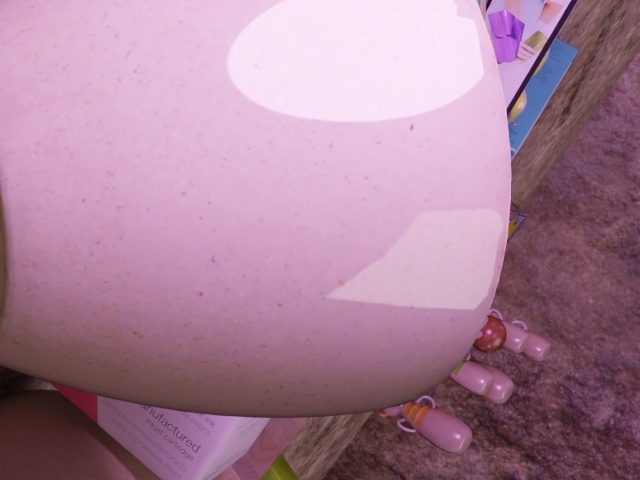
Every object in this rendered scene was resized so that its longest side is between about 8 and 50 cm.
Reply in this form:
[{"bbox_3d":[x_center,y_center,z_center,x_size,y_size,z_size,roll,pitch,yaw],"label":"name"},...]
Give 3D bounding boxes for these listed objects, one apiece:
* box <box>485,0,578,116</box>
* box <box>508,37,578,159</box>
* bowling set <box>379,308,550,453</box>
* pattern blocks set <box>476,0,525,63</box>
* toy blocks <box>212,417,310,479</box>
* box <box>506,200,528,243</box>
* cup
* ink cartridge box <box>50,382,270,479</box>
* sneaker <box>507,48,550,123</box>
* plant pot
[{"bbox_3d":[0.200,-0.259,1.250,0.169,0.087,0.290,-83,-164,-48],"label":"box"},{"bbox_3d":[0.326,-0.214,1.884,0.244,0.060,0.100,-56,173,-29],"label":"box"},{"bbox_3d":[0.220,0.155,1.763,0.287,0.154,0.200,-40,143,-33],"label":"bowling set"},{"bbox_3d":[0.081,-0.238,0.859,0.325,0.026,0.285,31,62,-54],"label":"pattern blocks set"},{"bbox_3d":[-0.177,0.285,1.432,0.261,0.191,0.381,-34,179,15],"label":"toy blocks"},{"bbox_3d":[0.146,0.018,1.766,0.279,0.177,0.290,-53,166,10],"label":"box"},{"bbox_3d":[-0.092,-0.040,0.663,0.237,0.331,0.331,-11,145,-32],"label":"cup"},{"bbox_3d":[-0.094,0.029,0.952,0.283,0.207,0.117,-57,167,23],"label":"ink cartridge box"},{"bbox_3d":[0.232,-0.223,1.655,0.126,0.091,0.240,-25,158,-19],"label":"sneaker"},{"bbox_3d":[-0.242,0.242,1.013,0.284,0.284,0.191,109,-11,-55],"label":"plant pot"}]
